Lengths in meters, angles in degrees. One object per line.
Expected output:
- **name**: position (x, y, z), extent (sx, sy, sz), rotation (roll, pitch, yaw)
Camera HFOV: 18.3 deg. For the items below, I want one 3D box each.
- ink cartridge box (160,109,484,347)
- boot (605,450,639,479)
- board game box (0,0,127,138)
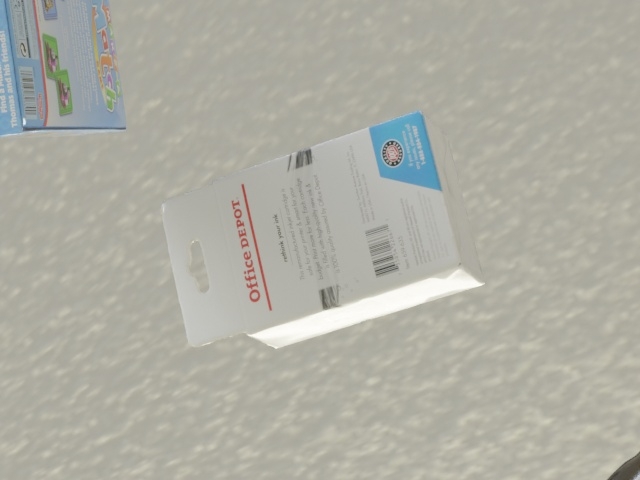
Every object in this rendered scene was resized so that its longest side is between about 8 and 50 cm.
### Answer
- **ink cartridge box**: position (0.000, 0.000, 1.237), extent (0.180, 0.060, 0.104), rotation (-18, -107, 16)
- **boot**: position (0.152, 0.151, 0.606), extent (0.106, 0.082, 0.219), rotation (-42, -82, 12)
- **board game box**: position (-0.172, -0.142, 1.202), extent (0.039, 0.211, 0.160), rotation (-8, -88, 12)
